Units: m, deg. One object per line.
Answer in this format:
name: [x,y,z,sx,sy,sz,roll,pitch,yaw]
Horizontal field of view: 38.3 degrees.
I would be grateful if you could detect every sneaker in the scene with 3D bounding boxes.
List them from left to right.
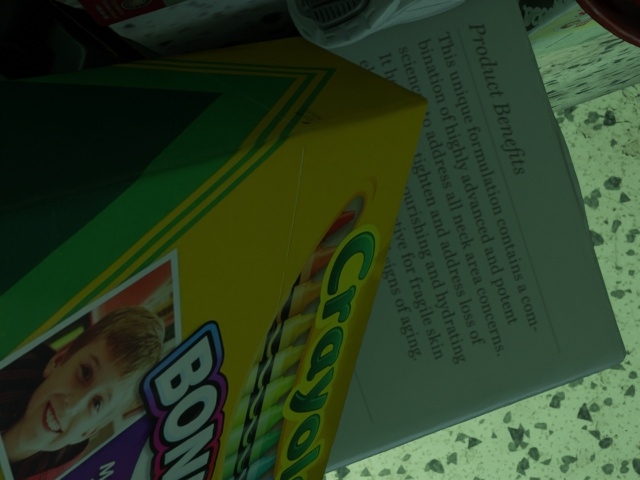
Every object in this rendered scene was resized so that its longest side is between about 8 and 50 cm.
sneaker: [0.091,-0.192,0.577,0.232,0.090,0.115,-8,-168,39]

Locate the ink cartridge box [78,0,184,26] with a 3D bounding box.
ink cartridge box: [-0.043,-0.154,0.392,0.150,0.063,0.109,-19,178,-2]

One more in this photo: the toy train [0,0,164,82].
toy train: [-0.192,0.012,0.517,0.190,0.334,0.142,8,-157,-47]

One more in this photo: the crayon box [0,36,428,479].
crayon box: [-0.112,0.097,0.481,0.106,0.363,0.313,33,-145,31]

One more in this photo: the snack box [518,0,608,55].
snack box: [0.277,-0.250,0.882,0.187,0.060,0.322,-18,179,-23]

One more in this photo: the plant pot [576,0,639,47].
plant pot: [0.200,-0.171,0.397,0.191,0.191,0.174,-18,-177,-5]

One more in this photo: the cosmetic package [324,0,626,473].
cosmetic package: [0.000,0.000,0.860,0.393,0.330,0.327,-19,-175,-6]
